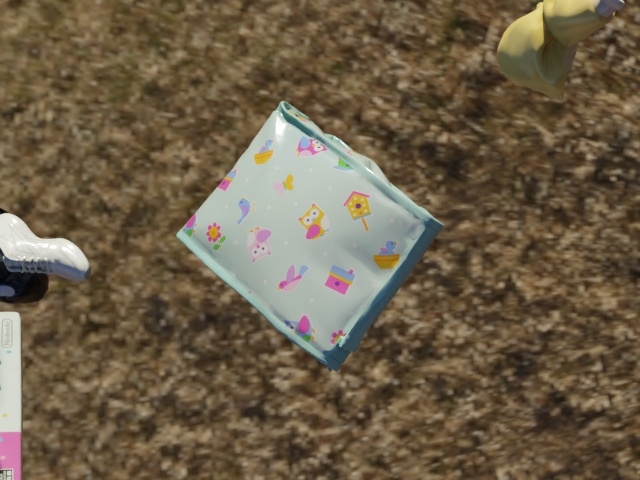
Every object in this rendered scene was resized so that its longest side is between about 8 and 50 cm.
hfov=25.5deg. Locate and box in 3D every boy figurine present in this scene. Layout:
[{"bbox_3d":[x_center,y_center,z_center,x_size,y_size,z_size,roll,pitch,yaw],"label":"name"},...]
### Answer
[{"bbox_3d":[0.276,-0.247,1.370,0.092,0.177,0.285,34,122,-7],"label":"boy figurine"}]

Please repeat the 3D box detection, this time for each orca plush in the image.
[{"bbox_3d":[-0.478,-0.025,1.847,0.287,0.151,0.102,45,152,10],"label":"orca plush"}]

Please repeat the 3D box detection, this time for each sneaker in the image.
[{"bbox_3d":[-0.349,0.021,1.719,0.152,0.061,0.054,22,132,19],"label":"sneaker"}]

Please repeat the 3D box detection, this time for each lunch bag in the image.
[{"bbox_3d":[0.000,0.000,1.664,0.262,0.160,0.223,40,95,34],"label":"lunch bag"}]

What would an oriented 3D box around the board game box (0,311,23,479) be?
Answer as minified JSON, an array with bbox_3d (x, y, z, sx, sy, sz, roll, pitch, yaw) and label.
[{"bbox_3d":[-0.389,0.164,1.114,0.224,0.303,0.098,-106,19,-52],"label":"board game box"}]
